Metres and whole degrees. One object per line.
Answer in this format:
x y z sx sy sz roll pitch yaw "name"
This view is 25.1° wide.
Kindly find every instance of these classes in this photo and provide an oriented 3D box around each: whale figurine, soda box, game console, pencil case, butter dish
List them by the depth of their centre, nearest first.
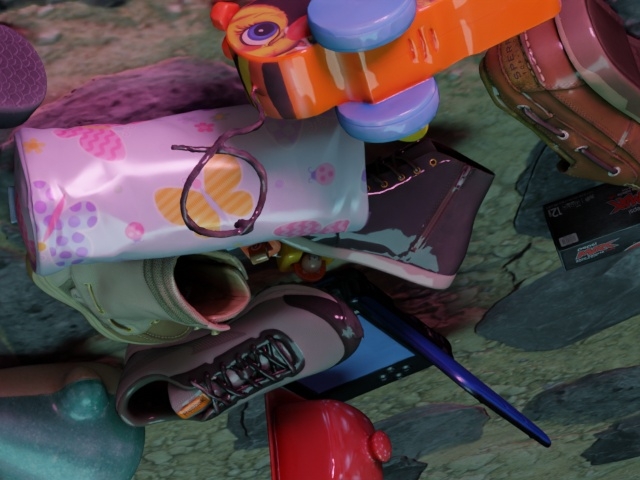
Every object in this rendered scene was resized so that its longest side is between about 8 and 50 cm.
-0.098 -0.047 1.095 0.273 0.124 0.113 -9 109 -15 "pencil case"
0.310 -0.029 1.419 0.169 0.053 0.060 -19 153 8 "soda box"
-0.294 0.202 1.435 0.216 0.141 0.272 -30 152 26 "whale figurine"
0.070 0.159 1.519 0.250 0.173 0.293 -24 152 16 "game console"
0.023 0.237 1.572 0.118 0.160 0.160 -20 150 27 "butter dish"

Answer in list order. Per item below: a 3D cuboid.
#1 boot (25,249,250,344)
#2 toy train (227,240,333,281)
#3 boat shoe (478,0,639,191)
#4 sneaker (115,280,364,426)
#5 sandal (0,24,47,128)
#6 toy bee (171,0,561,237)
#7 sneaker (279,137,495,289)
-0.127 0.047 1.230 0.165 0.077 0.213 5 162 31 "boot"
0.000 0.000 1.313 0.166 0.046 0.125 -17 154 3 "toy train"
0.236 -0.104 1.189 0.104 0.111 0.307 -25 143 26 "boat shoe"
-0.079 0.120 1.365 0.271 0.108 0.100 -19 120 27 "sneaker"
-0.291 -0.104 0.893 0.254 0.097 0.054 9 145 -41 "sandal"
0.003 -0.143 0.961 0.298 0.162 0.195 -15 125 -30 "toy bee"
0.034 -0.046 1.229 0.222 0.083 0.118 17 107 -20 "sneaker"
